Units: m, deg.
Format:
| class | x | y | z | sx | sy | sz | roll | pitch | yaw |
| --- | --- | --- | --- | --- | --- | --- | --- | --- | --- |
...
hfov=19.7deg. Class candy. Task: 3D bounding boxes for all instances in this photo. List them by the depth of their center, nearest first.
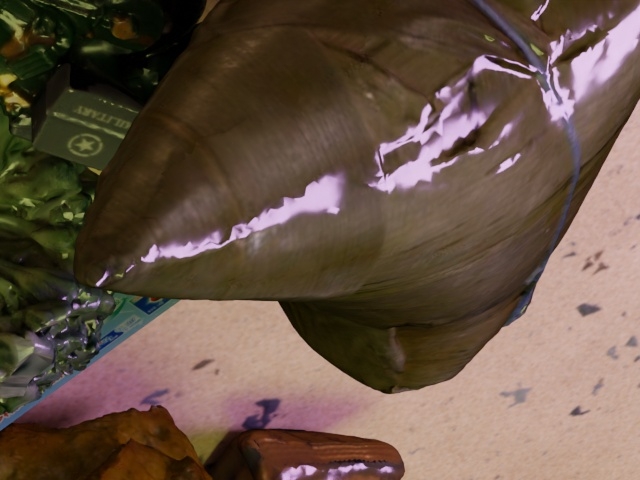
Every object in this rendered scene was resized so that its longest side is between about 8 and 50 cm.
| class | x | y | z | sx | sy | sz | roll | pitch | yaw |
| --- | --- | --- | --- | --- | --- | --- | --- | --- | --- |
| candy | -0.066 | 0.230 | 1.332 | 0.143 | 0.101 | 0.271 | 9 | 134 | -38 |

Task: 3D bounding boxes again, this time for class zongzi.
| class | x | y | z | sx | sy | sz | roll | pitch | yaw |
| --- | --- | --- | --- | --- | --- | --- | --- | --- | --- |
| zongzi | 0.000 | 0.000 | 0.866 | 0.393 | 0.174 | 0.356 | -45 | 163 | -36 |

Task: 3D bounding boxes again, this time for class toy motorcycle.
| class | x | y | z | sx | sy | sz | roll | pitch | yaw |
| --- | --- | --- | --- | --- | --- | --- | --- | --- | --- |
| toy motorcycle | -0.187 | -0.107 | 0.826 | 0.274 | 0.125 | 0.187 | 19 | 134 | -28 |

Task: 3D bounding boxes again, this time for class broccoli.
| class | x | y | z | sx | sy | sz | roll | pitch | yaw |
| --- | --- | --- | --- | --- | --- | --- | --- | --- | --- |
| broccoli | -0.222 | -0.014 | 0.938 | 0.274 | 0.177 | 0.198 | 28 | 124 | -31 |

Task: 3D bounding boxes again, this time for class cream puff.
| class | x | y | z | sx | sy | sz | roll | pitch | yaw |
| --- | --- | --- | --- | --- | --- | --- | --- | --- | --- |
| cream puff | -0.140 | 0.208 | 1.165 | 0.196 | 0.244 | 0.244 | -44 | 140 | 1 |

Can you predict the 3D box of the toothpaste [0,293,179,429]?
| class | x | y | z | sx | sy | sz | roll | pitch | yaw |
| --- | --- | --- | --- | --- | --- | --- | --- | --- | --- |
| toothpaste | -0.136 | 0.031 | 1.086 | 0.272 | 0.066 | 0.053 | -36 | 141 | 12 |
